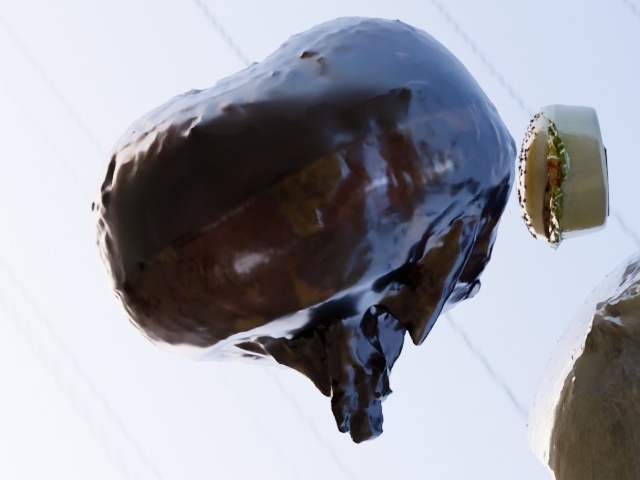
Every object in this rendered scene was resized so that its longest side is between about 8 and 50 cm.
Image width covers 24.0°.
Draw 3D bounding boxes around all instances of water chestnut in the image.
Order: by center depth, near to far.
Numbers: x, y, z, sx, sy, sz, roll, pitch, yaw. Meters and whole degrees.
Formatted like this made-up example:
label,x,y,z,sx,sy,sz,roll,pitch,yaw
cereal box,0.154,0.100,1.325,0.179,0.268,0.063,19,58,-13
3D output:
label,x,y,z,sx,sy,sz,roll,pitch,yaw
water chestnut,0.000,0.000,1.030,0.300,0.300,0.300,24,-54,39

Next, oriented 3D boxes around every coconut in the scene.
label,x,y,z,sx,sy,sz,roll,pitch,yaw
coconut,0.356,0.159,1.285,0.346,0.360,0.346,-31,-136,35

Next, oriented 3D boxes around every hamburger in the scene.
label,x,y,z,sx,sy,sz,roll,pitch,yaw
hamburger,0.216,-0.058,1.354,0.081,0.141,0.126,-5,-47,6
